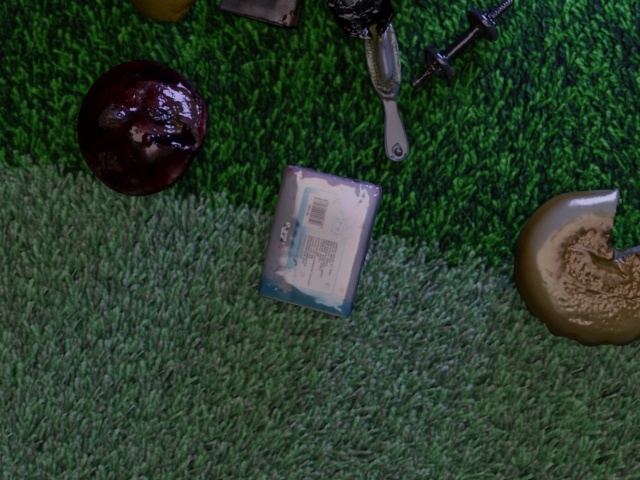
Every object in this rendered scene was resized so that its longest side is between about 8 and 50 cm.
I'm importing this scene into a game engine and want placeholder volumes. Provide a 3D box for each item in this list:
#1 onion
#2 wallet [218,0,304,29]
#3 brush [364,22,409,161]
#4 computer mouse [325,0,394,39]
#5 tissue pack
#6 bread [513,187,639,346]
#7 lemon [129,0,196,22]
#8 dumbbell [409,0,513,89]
[{"bbox_3d":[-0.356,-0.226,1.833,0.272,0.195,0.272,0,88,8],"label":"onion"},{"bbox_3d":[-0.087,-0.588,1.866,0.169,0.044,0.317,15,94,2],"label":"wallet"},{"bbox_3d":[0.136,-0.303,1.879,0.068,0.060,0.296,-10,94,0],"label":"brush"},{"bbox_3d":[0.062,-0.502,1.849,0.146,0.077,0.241,-23,84,6],"label":"computer mouse"},{"bbox_3d":[-0.002,-0.001,1.878,0.201,0.124,0.271,13,96,-1],"label":"tissue pack"},{"bbox_3d":[0.537,0.057,1.851,0.333,0.160,0.333,0,94,3],"label":"bread"},{"bbox_3d":[-0.312,-0.525,1.821,0.170,0.170,0.207,-33,101,4],"label":"lemon"},{"bbox_3d":[0.276,-0.387,1.858,0.254,0.081,0.081,-41,93,4],"label":"dumbbell"}]
